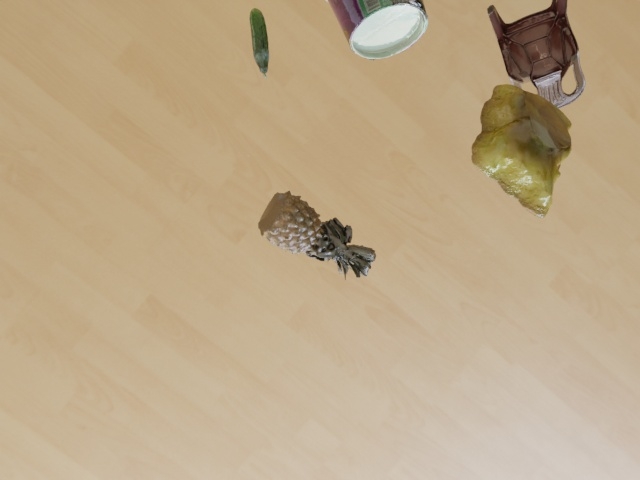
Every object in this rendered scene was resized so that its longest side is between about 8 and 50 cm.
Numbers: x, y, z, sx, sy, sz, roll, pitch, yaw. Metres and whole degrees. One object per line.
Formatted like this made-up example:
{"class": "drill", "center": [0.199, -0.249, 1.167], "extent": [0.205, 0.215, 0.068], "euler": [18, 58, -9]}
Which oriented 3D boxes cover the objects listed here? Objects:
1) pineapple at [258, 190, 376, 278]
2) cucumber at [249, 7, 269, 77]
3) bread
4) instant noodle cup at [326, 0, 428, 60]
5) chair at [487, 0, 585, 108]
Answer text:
{"class": "pineapple", "center": [0.000, 0.000, 0.823], "extent": [0.159, 0.074, 0.074], "euler": [28, 94, -26]}
{"class": "cucumber", "center": [-0.128, -0.423, 1.372], "extent": [0.037, 0.037, 0.155], "euler": [-8, 87, -5]}
{"class": "bread", "center": [0.330, -0.162, 1.030], "extent": [0.161, 0.233, 0.088], "euler": [41, 134, -19]}
{"class": "instant noodle cup", "center": [0.138, -0.572, 1.551], "extent": [0.251, 0.251, 0.190], "euler": [-14, 70, -4]}
{"class": "chair", "center": [0.508, -0.425, 1.488], "extent": [0.175, 0.326, 0.183], "euler": [-17, 81, 18]}
